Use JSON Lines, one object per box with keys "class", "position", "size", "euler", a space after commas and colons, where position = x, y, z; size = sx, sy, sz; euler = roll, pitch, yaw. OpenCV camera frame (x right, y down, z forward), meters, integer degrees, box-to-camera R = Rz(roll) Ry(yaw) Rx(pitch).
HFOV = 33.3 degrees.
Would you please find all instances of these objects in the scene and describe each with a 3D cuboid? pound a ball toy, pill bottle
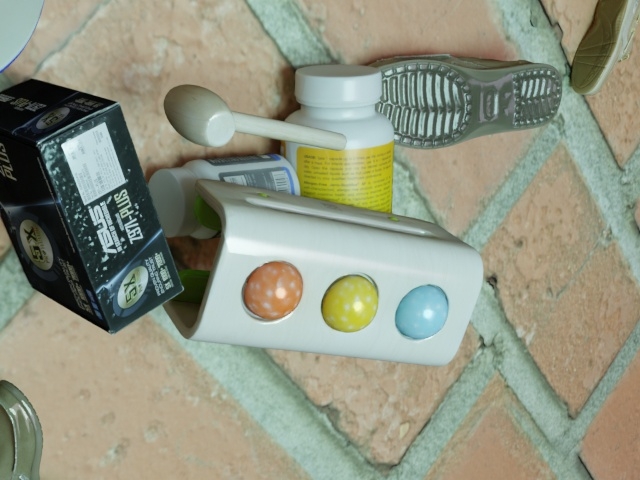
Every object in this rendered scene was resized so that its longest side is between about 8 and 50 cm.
{"class": "pound a ball toy", "position": [0.000, 0.000, 0.967], "size": [0.319, 0.136, 0.208], "euler": [10, 107, -30]}
{"class": "pill bottle", "position": [-0.094, -0.042, 1.041], "size": [0.137, 0.078, 0.078], "euler": [-8, 109, -40]}
{"class": "pill bottle", "position": [0.017, -0.072, 1.105], "size": [0.117, 0.117, 0.208], "euler": [-14, 113, -38]}

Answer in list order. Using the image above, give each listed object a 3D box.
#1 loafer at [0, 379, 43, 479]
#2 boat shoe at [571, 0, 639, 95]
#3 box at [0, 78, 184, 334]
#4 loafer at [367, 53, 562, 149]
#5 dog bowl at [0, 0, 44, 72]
{"class": "loafer", "position": [-0.283, 0.197, 0.965], "size": [0.050, 0.056, 0.148], "euler": [-21, 117, -43]}
{"class": "boat shoe", "position": [0.386, -0.263, 1.413], "size": [0.059, 0.063, 0.170], "euler": [26, 85, -38]}
{"class": "box", "position": [-0.208, -0.031, 0.895], "size": [0.077, 0.147, 0.180], "euler": [-33, 125, -30]}
{"class": "loafer", "position": [0.145, -0.160, 1.215], "size": [0.268, 0.092, 0.102], "euler": [-3, 105, -25]}
{"class": "dog bowl", "position": [-0.314, -0.203, 0.697], "size": [0.265, 0.104, 0.265], "euler": [21, 62, -47]}
